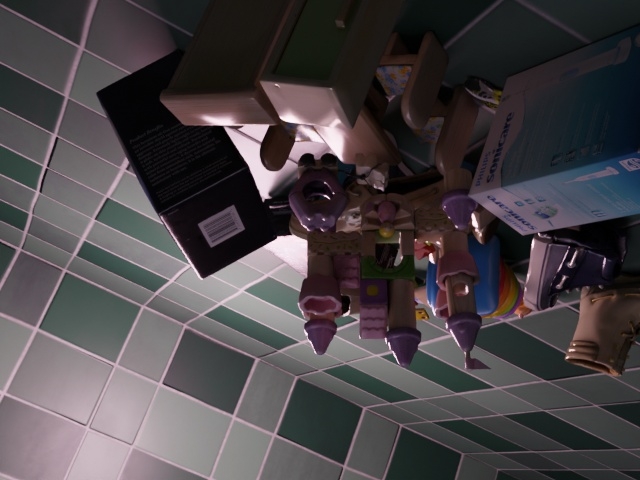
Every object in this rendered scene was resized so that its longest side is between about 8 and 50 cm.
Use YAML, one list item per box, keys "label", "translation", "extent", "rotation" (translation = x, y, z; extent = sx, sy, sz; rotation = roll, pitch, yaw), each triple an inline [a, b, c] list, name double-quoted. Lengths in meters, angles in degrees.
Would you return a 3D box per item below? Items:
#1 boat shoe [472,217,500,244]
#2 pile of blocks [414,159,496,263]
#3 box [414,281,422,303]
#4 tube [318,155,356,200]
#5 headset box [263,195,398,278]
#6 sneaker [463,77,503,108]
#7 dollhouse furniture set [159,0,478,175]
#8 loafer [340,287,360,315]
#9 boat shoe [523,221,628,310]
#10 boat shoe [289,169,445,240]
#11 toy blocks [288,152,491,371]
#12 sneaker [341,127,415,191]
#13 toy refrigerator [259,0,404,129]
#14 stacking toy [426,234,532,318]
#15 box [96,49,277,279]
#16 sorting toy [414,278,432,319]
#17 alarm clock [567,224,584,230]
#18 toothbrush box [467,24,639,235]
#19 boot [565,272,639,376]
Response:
- label: "boat shoe"
  translation: [0.296, -0.067, 1.657]
  extent: [0.072, 0.068, 0.190]
  rotation: [27, 151, 25]
- label: "pile of blocks"
  translation: [0.216, -0.053, 1.603]
  extent: [0.149, 0.112, 0.362]
  rotation: [50, 158, 6]
- label: "box"
  translation: [0.171, 0.109, 2.208]
  extent: [0.178, 0.042, 0.109]
  rotation: [6, 155, 33]
- label: "tube"
  translation: [0.026, -0.081, 1.664]
  extent: [0.052, 0.207, 0.080]
  rotation: [3, 151, 37]
- label: "headset box"
  translation: [0.000, 0.000, 2.014]
  extent: [0.218, 0.110, 0.293]
  rotation: [-3, 149, 46]
- label: "sneaker"
  translation: [0.255, -0.220, 1.358]
  extent: [0.083, 0.031, 0.035]
  rotation: [24, 159, -6]
- label: "dollhouse furniture set"
  translation: [-0.018, -0.202, 1.348]
  extent: [0.362, 0.257, 0.394]
  rotation: [6, 154, 35]
- label: "loafer"
  translation: [0.080, 0.132, 1.981]
  extent: [0.268, 0.092, 0.102]
  rotation: [26, 156, -16]
- label: "boat shoe"
  translation: [0.485, 0.063, 1.683]
  extent: [0.158, 0.127, 0.341]
  rotation: [22, 159, 21]
- label: "boat shoe"
  translation: [0.086, -0.065, 1.474]
  extent: [0.302, 0.109, 0.098]
  rotation: [-5, 123, 19]
- label: "toy blocks"
  translation: [0.102, 0.064, 1.312]
  extent: [0.288, 0.260, 0.309]
  rotation: [0, 149, 2]
- label: "sneaker"
  translation: [0.108, -0.084, 1.647]
  extent: [0.086, 0.164, 0.226]
  rotation: [8, 156, 27]
- label: "toy refrigerator"
  translation: [0.027, -0.279, 1.102]
  extent: [0.102, 0.270, 0.094]
  rotation: [12, 156, 25]
- label: "stacking toy"
  translation: [0.376, 0.108, 1.912]
  extent: [0.165, 0.175, 0.301]
  rotation: [-10, 158, 39]
- label: "box"
  translation: [-0.244, -0.132, 1.643]
  extent: [0.294, 0.182, 0.296]
  rotation: [59, 173, 26]
- label: "sorting toy"
  translation: [0.301, 0.125, 2.093]
  extent: [0.132, 0.046, 0.274]
  rotation: [35, 141, -31]
- label: "alarm clock"
  translation: [0.411, -0.083, 1.430]
  extent: [0.064, 0.130, 0.192]
  rotation: [13, -176, 24]
- label: "toothbrush box"
  translation: [0.364, -0.144, 1.187]
  extent: [0.126, 0.216, 0.295]
  rotation: [32, 155, -26]
- label: "boot"
  translation: [0.613, 0.167, 1.710]
  extent: [0.261, 0.204, 0.095]
  rotation: [4, 154, 41]
